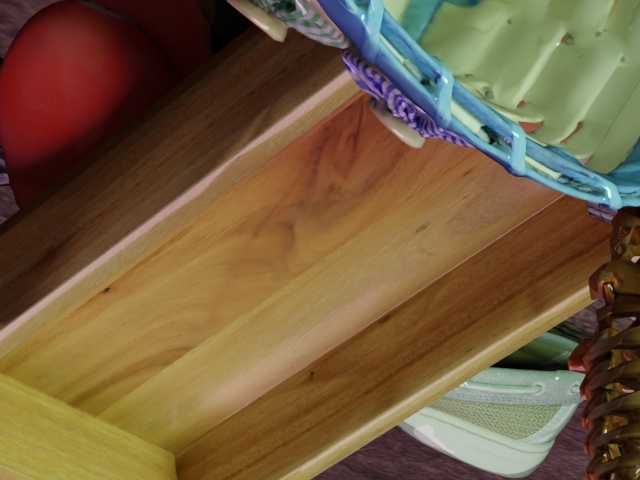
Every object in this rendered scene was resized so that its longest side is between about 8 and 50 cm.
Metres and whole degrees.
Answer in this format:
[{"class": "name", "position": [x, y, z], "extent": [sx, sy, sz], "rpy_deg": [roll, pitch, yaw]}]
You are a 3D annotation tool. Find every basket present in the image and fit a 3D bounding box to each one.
[{"class": "basket", "position": [0.089, -0.118, 0.579], "extent": [0.289, 0.201, 0.255], "rpy_deg": [12, 165, 47]}]

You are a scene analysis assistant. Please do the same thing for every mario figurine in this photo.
[{"class": "mario figurine", "position": [-0.047, -0.071, 1.067], "extent": [0.198, 0.170, 0.320], "rpy_deg": [-27, 157, 17]}]

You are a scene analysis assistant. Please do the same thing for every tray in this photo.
[{"class": "tray", "position": [0.000, 0.000, 0.924], "extent": [0.411, 0.076, 0.203], "rpy_deg": [-36, 133, 28]}]

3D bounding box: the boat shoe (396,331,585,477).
[{"class": "boat shoe", "position": [0.043, 0.062, 1.380], "extent": [0.320, 0.103, 0.118], "rpy_deg": [26, -154, -19]}]

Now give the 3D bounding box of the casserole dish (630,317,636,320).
[{"class": "casserole dish", "position": [0.238, 0.027, 1.175], "extent": [0.188, 0.037, 0.114], "rpy_deg": [5, 159, 38]}]

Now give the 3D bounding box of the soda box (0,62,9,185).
[{"class": "soda box", "position": [-0.241, -0.094, 1.210], "extent": [0.169, 0.060, 0.053], "rpy_deg": [29, 158, -32]}]

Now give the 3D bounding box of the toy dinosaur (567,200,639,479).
[{"class": "toy dinosaur", "position": [0.182, 0.007, 0.699], "extent": [0.218, 0.322, 0.164], "rpy_deg": [7, 143, 33]}]
